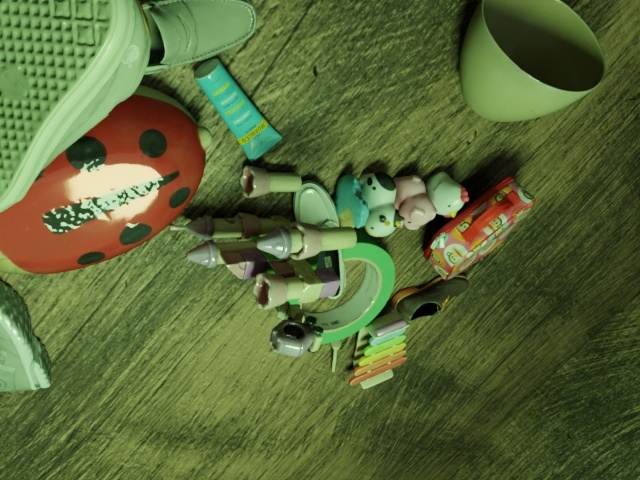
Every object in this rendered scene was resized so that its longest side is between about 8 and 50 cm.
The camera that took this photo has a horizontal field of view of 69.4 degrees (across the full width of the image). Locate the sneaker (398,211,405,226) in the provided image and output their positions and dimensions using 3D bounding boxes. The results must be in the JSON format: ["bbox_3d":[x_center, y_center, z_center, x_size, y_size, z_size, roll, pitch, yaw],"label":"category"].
[{"bbox_3d":[0.187,-0.041,1.192,0.118,0.042,0.067,21,105,-30],"label":"sneaker"}]

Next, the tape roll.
[{"bbox_3d":[0.039,0.124,1.200,0.321,0.077,0.321,-16,128,-21],"label":"tape roll"}]

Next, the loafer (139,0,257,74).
[{"bbox_3d":[-0.240,-0.312,0.708,0.320,0.111,0.112,-24,131,-18],"label":"loafer"}]

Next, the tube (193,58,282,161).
[{"bbox_3d":[-0.153,-0.238,0.862,0.080,0.052,0.207,-34,138,4],"label":"tube"}]

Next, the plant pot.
[{"bbox_3d":[0.410,-0.364,0.979,0.284,0.284,0.191,-12,161,-23],"label":"plant pot"}]

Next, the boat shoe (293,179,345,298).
[{"bbox_3d":[0.000,0.000,1.016,0.096,0.088,0.267,-10,99,-1],"label":"boat shoe"}]

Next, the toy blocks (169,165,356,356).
[{"bbox_3d":[-0.135,0.045,0.907,0.260,0.288,0.308,-4,126,-34],"label":"toy blocks"}]

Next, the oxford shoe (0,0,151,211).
[{"bbox_3d":[-0.369,-0.158,0.569,0.449,0.130,0.169,-34,100,19],"label":"oxford shoe"}]

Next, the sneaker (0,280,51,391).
[{"bbox_3d":[-0.600,0.197,0.861,0.115,0.105,0.281,-14,128,-22],"label":"sneaker"}]

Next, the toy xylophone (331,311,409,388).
[{"bbox_3d":[0.149,0.336,1.382,0.236,0.081,0.322,-23,141,-13],"label":"toy xylophone"}]

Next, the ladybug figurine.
[{"bbox_3d":[-0.385,-0.087,0.751,0.449,0.162,0.305,-28,131,-11],"label":"ladybug figurine"}]

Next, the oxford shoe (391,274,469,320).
[{"bbox_3d":[0.353,0.181,1.404,0.271,0.098,0.096,-18,128,-19],"label":"oxford shoe"}]

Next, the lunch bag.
[{"bbox_3d":[0.417,-0.030,1.217,0.293,0.120,0.258,-37,163,-7],"label":"lunch bag"}]

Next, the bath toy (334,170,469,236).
[{"bbox_3d":[0.210,-0.090,1.097,0.348,0.129,0.151,-7,105,-28],"label":"bath toy"}]
